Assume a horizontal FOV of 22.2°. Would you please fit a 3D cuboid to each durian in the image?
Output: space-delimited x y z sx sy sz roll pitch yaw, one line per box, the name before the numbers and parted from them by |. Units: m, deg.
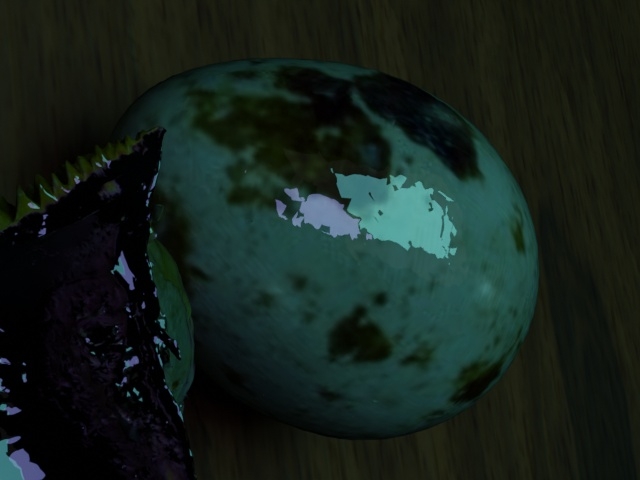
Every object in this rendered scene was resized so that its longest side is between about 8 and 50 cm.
durian | -0.108 0.054 0.654 0.108 0.119 0.186 -149 -128 -82

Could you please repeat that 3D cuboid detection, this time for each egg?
egg | 0.000 0.000 0.752 0.231 0.169 0.169 28 52 -35
